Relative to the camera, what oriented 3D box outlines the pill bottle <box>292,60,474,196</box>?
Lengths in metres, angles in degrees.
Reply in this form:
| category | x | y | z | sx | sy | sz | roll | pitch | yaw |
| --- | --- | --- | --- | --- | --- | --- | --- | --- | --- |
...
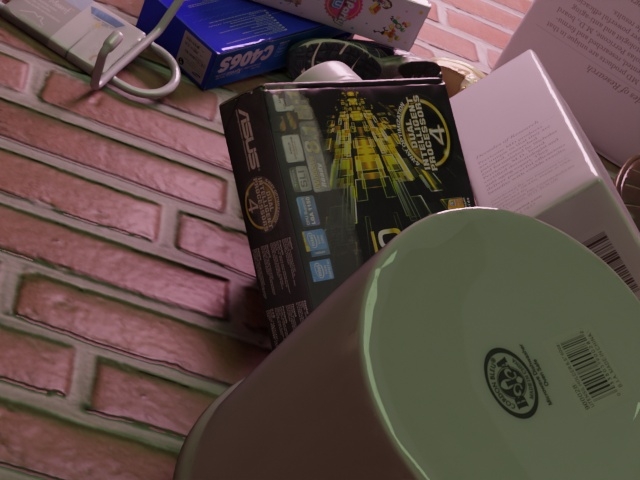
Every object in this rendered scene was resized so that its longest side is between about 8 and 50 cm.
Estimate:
| category | x | y | z | sx | sy | sz | roll | pitch | yaw |
| --- | --- | --- | --- | --- | --- | --- | --- | --- | --- |
| pill bottle | 0.068 | -0.112 | 1.812 | 0.161 | 0.161 | 0.283 | -10 | 50 | -44 |

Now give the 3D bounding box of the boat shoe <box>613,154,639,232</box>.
| category | x | y | z | sx | sy | sz | roll | pitch | yaw |
| --- | --- | --- | --- | --- | --- | --- | --- | --- | --- |
| boat shoe | 0.462 | 0.004 | 1.952 | 0.111 | 0.104 | 0.307 | 23 | 50 | -6 |

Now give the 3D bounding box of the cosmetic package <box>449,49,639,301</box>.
| category | x | y | z | sx | sy | sz | roll | pitch | yaw |
| --- | --- | --- | --- | --- | --- | --- | --- | --- | --- |
| cosmetic package | 0.317 | -0.062 | 1.793 | 0.230 | 0.161 | 0.453 | 54 | 15 | -24 |

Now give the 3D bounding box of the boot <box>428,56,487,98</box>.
| category | x | y | z | sx | sy | sz | roll | pitch | yaw |
| --- | --- | --- | --- | --- | --- | --- | --- | --- | --- |
| boot | 0.245 | -0.211 | 2.150 | 0.213 | 0.077 | 0.165 | 32 | 36 | -2 |

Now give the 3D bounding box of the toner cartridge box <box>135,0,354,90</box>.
| category | x | y | z | sx | sy | sz | roll | pitch | yaw |
| --- | --- | --- | --- | --- | --- | --- | --- | --- | --- |
| toner cartridge box | -0.105 | -0.345 | 2.044 | 0.165 | 0.075 | 0.348 | 45 | 41 | 19 |

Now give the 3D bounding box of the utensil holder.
| category | x | y | z | sx | sy | sz | roll | pitch | yaw |
| --- | --- | --- | --- | --- | --- | --- | --- | --- | --- |
| utensil holder | 0.081 | 0.192 | 1.155 | 0.328 | 0.385 | 0.327 | 13 | 56 | -21 |

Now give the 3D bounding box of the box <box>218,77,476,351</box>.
| category | x | y | z | sx | sy | sz | roll | pitch | yaw |
| --- | --- | --- | --- | --- | --- | --- | --- | --- | --- |
| box | 0.062 | 0.009 | 1.540 | 0.318 | 0.097 | 0.394 | -8 | 83 | -42 |

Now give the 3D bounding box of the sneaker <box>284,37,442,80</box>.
| category | x | y | z | sx | sy | sz | roll | pitch | yaw |
| --- | --- | --- | --- | --- | --- | --- | --- | --- | --- |
| sneaker | 0.052 | -0.272 | 2.087 | 0.283 | 0.110 | 0.122 | 5 | 23 | -36 |

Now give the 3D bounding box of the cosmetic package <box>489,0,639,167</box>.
| category | x | y | z | sx | sy | sz | roll | pitch | yaw |
| --- | --- | --- | --- | --- | --- | --- | --- | --- | --- |
| cosmetic package | 0.571 | -0.407 | 2.357 | 0.327 | 0.393 | 0.329 | 34 | 34 | 8 |

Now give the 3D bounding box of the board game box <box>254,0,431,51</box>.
| category | x | y | z | sx | sy | sz | roll | pitch | yaw |
| --- | --- | --- | --- | --- | --- | --- | --- | --- | --- |
| board game box | 0.014 | -0.439 | 2.085 | 0.303 | 0.097 | 0.224 | 15 | 40 | -15 |

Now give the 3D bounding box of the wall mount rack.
| category | x | y | z | sx | sy | sz | roll | pitch | yaw |
| --- | --- | --- | --- | --- | --- | --- | --- | --- | --- |
| wall mount rack | -0.314 | -0.369 | 1.855 | 0.350 | 0.130 | 0.304 | 33 | 48 | 4 |
